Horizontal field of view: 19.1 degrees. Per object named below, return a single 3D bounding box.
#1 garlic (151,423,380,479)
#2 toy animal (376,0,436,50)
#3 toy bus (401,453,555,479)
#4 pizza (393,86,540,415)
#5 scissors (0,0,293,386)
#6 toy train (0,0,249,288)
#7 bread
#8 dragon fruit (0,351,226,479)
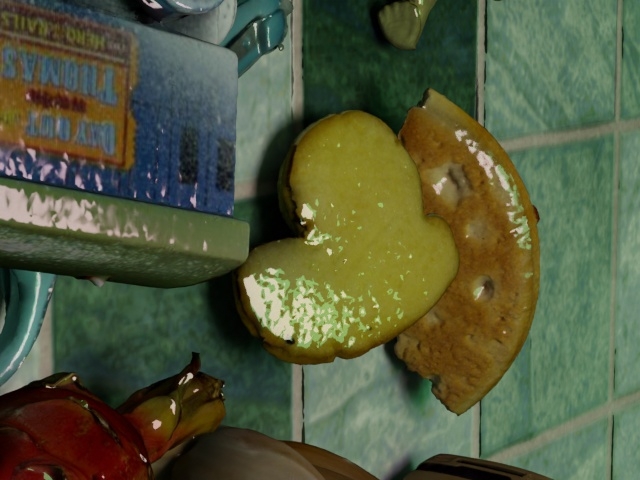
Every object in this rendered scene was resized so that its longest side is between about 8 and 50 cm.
[{"bbox_3d":[-0.023,0.205,1.139,0.160,0.191,0.214,-54,155,-2],"label":"garlic"},{"bbox_3d":[0.080,-0.249,1.296,0.101,0.103,0.219,-65,144,-60],"label":"toy animal"},{"bbox_3d":[0.110,0.310,1.372,0.157,0.139,0.290,-33,124,-46],"label":"toy bus"},{"bbox_3d":[0.095,0.007,1.333,0.058,0.127,0.246,-68,142,-63],"label":"pizza"},{"bbox_3d":[-0.131,-0.058,1.037,0.393,0.032,0.180,-41,128,-45],"label":"scissors"},{"bbox_3d":[-0.152,-0.086,0.870,0.299,0.131,0.202,10,79,-47],"label":"toy train"},{"bbox_3d":[0.000,0.000,1.229,0.187,0.065,0.149,-27,102,-37],"label":"bread"},{"bbox_3d":[-0.122,0.122,0.994,0.246,0.125,0.125,-37,112,-50],"label":"dragon fruit"}]
